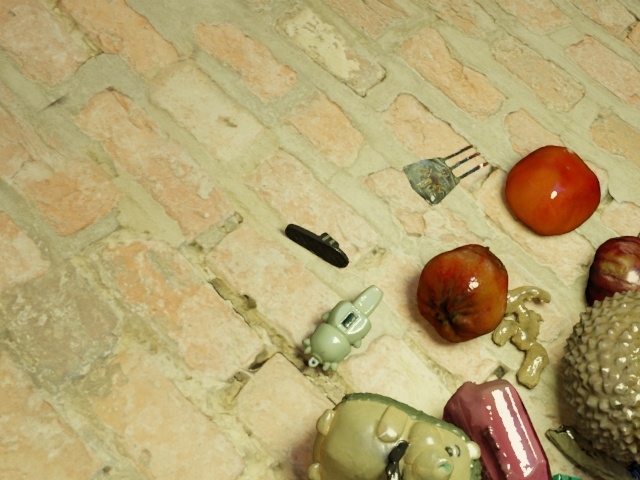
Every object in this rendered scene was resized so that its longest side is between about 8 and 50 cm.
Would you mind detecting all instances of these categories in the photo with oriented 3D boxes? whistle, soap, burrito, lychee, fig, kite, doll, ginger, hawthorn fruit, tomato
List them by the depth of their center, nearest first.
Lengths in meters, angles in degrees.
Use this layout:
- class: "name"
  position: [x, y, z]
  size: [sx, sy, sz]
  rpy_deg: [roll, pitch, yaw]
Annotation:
- class: "doll"
  position: [0.156, 0.445, 1.563]
  size: [0.349, 0.247, 0.247]
  rpy_deg: [11, 60, 8]
- class: "soap"
  position: [0.377, 0.464, 1.642]
  size: [0.127, 0.220, 0.325]
  rpy_deg: [-11, 65, -27]
- class: "lychee"
  position: [0.718, 0.305, 1.688]
  size: [0.380, 0.380, 0.432]
  rpy_deg: [46, 26, 13]
- class: "burrito"
  position: [0.623, 0.497, 1.749]
  size: [0.229, 0.058, 0.063]
  rpy_deg: [34, 80, 23]
- class: "whistle"
  position: [0.055, 0.199, 1.772]
  size: [0.253, 0.106, 0.102]
  rpy_deg: [-47, 111, -21]
- class: "hawthorn fruit"
  position: [0.354, 0.109, 1.825]
  size: [0.224, 0.224, 0.261]
  rpy_deg: [38, 49, 9]
- class: "ginger"
  position: [0.488, 0.231, 1.875]
  size: [0.149, 0.065, 0.258]
  rpy_deg: [7, 67, 6]
- class: "fig"
  position: [0.785, 0.116, 1.915]
  size: [0.224, 0.224, 0.263]
  rpy_deg: [-31, 76, -24]
- class: "tomato"
  position: [0.616, -0.140, 2.027]
  size: [0.260, 0.180, 0.260]
  rpy_deg: [9, 54, -13]
- class: "kite"
  position: [0.349, -0.190, 2.089]
  size: [0.245, 0.015, 0.141]
  rpy_deg: [-28, 74, -23]

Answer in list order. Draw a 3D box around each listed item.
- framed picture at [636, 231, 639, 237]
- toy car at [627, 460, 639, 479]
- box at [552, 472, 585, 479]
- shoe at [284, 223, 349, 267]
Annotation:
- class: "framed picture"
  position: [1.090, 0.069, 2.104]
  size: [0.446, 0.028, 0.326]
  rpy_deg: [36, 61, 8]
- class: "toy car"
  position: [0.783, 0.516, 1.783]
  size: [0.165, 0.062, 0.071]
  rpy_deg: [-29, 71, -24]
- class: "box"
  position: [0.625, 0.627, 1.702]
  size: [0.226, 0.042, 0.161]
  rpy_deg: [16, 60, -4]
- class: "shoe"
  position: [0.000, 0.000, 1.885]
  size: [0.179, 0.071, 0.049]
  rpy_deg: [29, 57, 9]
